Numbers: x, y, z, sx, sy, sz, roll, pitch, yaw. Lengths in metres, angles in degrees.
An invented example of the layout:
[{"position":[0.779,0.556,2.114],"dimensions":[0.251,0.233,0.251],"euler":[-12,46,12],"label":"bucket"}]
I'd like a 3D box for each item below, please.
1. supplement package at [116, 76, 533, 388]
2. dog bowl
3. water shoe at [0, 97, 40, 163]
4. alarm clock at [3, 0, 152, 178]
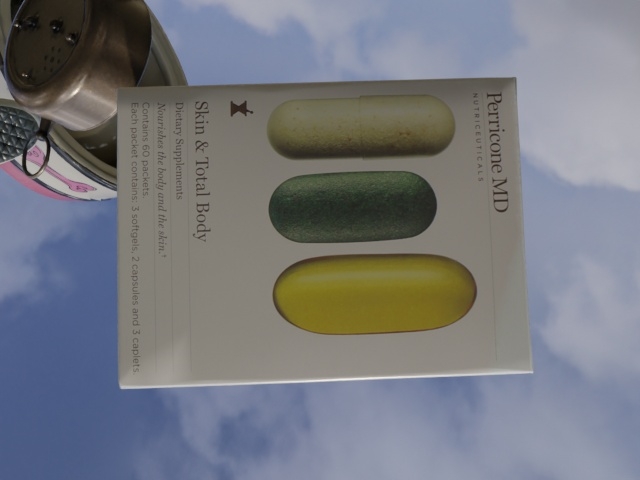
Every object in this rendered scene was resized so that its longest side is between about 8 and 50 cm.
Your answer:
[{"position":[0.000,0.000,0.512],"dimensions":[0.263,0.198,0.199],"euler":[-2,-95,-1],"label":"supplement package"},{"position":[-0.377,-0.241,1.016],"dimensions":[0.150,0.408,0.408],"euler":[-18,-143,24],"label":"dog bowl"},{"position":[-0.399,-0.112,0.678],"dimensions":[0.203,0.073,0.080],"euler":[-20,-142,-29],"label":"water shoe"},{"position":[-0.211,-0.142,0.544],"dimensions":[0.129,0.192,0.064],"euler":[20,-177,34],"label":"alarm clock"}]
